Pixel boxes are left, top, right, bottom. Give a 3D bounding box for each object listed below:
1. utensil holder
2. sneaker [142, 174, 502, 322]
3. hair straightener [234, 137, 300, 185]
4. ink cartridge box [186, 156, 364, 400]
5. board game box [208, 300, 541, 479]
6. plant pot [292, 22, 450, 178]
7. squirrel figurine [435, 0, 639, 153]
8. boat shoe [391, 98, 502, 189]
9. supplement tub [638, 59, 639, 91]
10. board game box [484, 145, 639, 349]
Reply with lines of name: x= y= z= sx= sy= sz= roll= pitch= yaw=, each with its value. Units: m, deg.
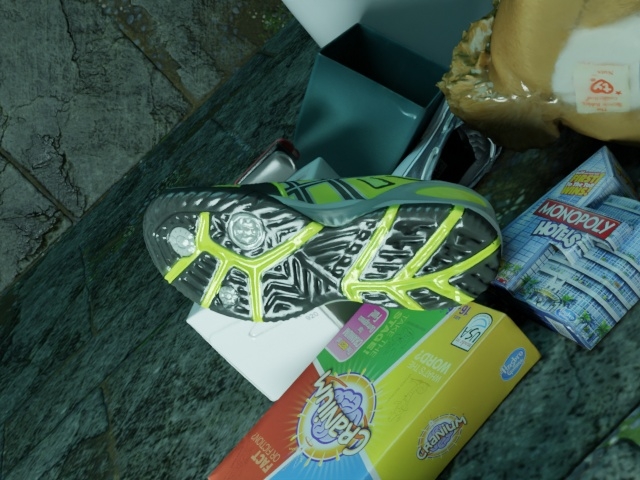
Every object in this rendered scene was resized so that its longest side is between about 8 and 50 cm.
utensil holder: x=0.120 y=-0.406 z=1.501 sx=0.327 sy=0.385 sz=0.328 roll=-35 pitch=24 yaw=18
sneaker: x=0.000 y=0.000 z=1.014 sx=0.384 sy=0.145 sz=0.147 roll=5 pitch=21 yaw=12
hair straightener: x=-0.120 y=-0.039 z=1.239 sx=0.230 sy=0.047 sz=0.089 roll=-37 pitch=21 yaw=18
ink cartridge box: x=-0.030 y=0.050 z=1.213 sx=0.171 sy=0.168 sz=0.233 roll=-30 pitch=25 yaw=32
board game box: x=0.044 y=0.186 z=0.976 sx=0.316 sy=0.064 sz=0.242 roll=-47 pitch=22 yaw=-11
plant pot: x=0.057 y=-0.157 z=1.367 sx=0.166 sy=0.165 sz=0.234 roll=-50 pitch=-13 yaw=-55
squirrel figurine: x=0.315 y=-0.291 z=1.070 sx=0.397 sy=0.281 sz=0.370 roll=-30 pitch=33 yaw=50
boat shoe: x=0.203 y=-0.145 z=1.257 sx=0.301 sy=0.108 sz=0.102 roll=-51 pitch=23 yaw=-12
supplement tub: x=0.420 y=-0.123 z=0.703 sx=0.207 sy=0.207 sz=0.338 roll=-46 pitch=22 yaw=-8
board game box: x=0.265 y=-0.004 z=0.950 sx=0.194 sy=0.060 sz=0.194 roll=-46 pitch=22 yaw=-5
